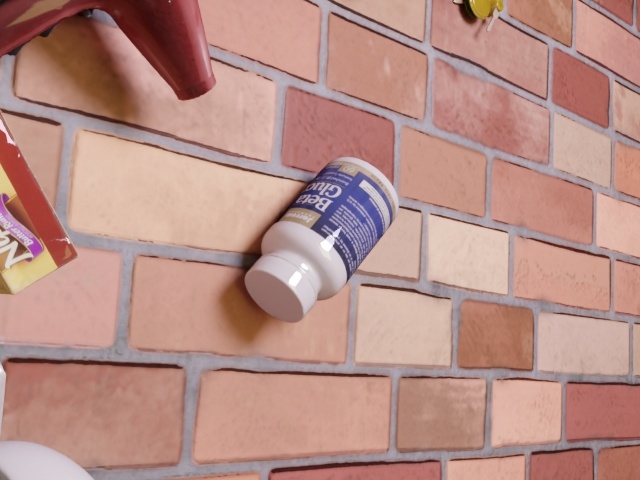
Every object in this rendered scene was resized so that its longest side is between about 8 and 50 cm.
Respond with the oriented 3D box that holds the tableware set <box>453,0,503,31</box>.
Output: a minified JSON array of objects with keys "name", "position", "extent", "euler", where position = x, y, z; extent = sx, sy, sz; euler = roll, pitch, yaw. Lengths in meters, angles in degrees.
[{"name":"tableware set","position":[0.196,-0.358,1.119],"extent":[0.154,0.024,0.104],"euler":[51,52,-27]}]

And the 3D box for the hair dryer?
[{"name":"hair dryer","position":[-0.206,-0.193,0.660],"extent":[0.294,0.080,0.223],"euler":[20,105,-30]}]

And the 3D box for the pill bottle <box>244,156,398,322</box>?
[{"name":"pill bottle","position":[0.000,0.000,0.847],"extent":[0.169,0.094,0.094],"euler":[-51,120,-34]}]

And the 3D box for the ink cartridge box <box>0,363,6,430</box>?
[{"name":"ink cartridge box","position":[-0.321,0.089,0.478],"extent":[0.219,0.160,0.092],"euler":[-17,136,-42]}]

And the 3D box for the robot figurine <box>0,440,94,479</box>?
[{"name":"robot figurine","position":[-0.257,0.243,0.531],"extent":[0.278,0.174,0.209],"euler":[-27,129,-42]}]

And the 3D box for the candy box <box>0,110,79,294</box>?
[{"name":"candy box","position":[-0.241,-0.024,0.552],"extent":[0.053,0.187,0.109],"euler":[-37,113,-36]}]
